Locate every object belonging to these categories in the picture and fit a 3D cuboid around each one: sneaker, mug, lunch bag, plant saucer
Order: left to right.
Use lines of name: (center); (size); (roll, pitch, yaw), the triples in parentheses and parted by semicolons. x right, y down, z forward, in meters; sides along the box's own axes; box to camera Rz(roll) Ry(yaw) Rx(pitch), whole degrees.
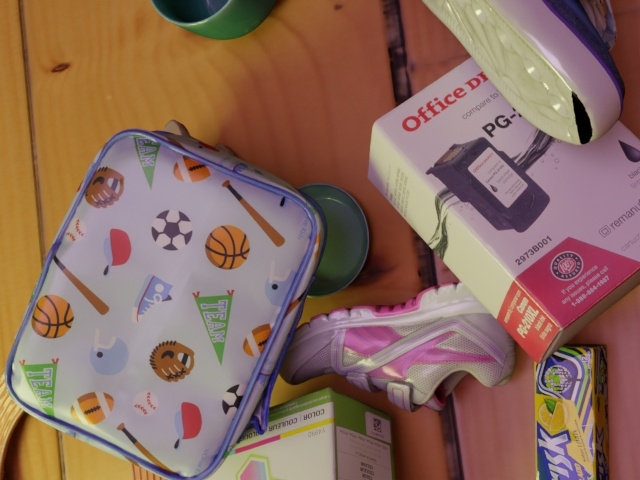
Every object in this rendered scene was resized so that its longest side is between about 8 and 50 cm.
lunch bag: (-0.134, 0.064, 0.860); (0.243, 0.115, 0.303); (24, 95, 0)
mug: (-0.099, -0.292, 0.994); (0.157, 0.097, 0.129); (-48, 68, 16)
plant saucer: (0.000, 0.000, 0.972); (0.119, 0.021, 0.119); (-1, 88, 26)
sneaker: (0.072, 0.113, 0.885); (0.252, 0.103, 0.111); (-17, 78, 26)
sneaker: (0.214, -0.243, 0.760); (0.236, 0.130, 0.322); (-31, 50, -1)

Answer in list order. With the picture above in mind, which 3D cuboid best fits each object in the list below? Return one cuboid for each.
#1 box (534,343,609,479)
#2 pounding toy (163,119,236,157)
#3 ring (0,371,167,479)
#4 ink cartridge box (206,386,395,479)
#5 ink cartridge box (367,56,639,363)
box: (0.225, 0.177, 0.829); (0.054, 0.059, 0.168); (-3, 86, 29)
pounding toy: (-0.152, 0.020, 1.021); (0.154, 0.155, 0.269); (21, 87, 54)
ring: (-0.292, 0.284, 1.083); (0.337, 0.032, 0.336); (-4, 83, 31)
ink cartridge box: (-0.026, 0.290, 0.863); (0.189, 0.097, 0.255); (-25, 51, 32)
ink cartridge box: (0.178, -0.044, 0.804); (0.172, 0.100, 0.237); (-35, 69, -14)
